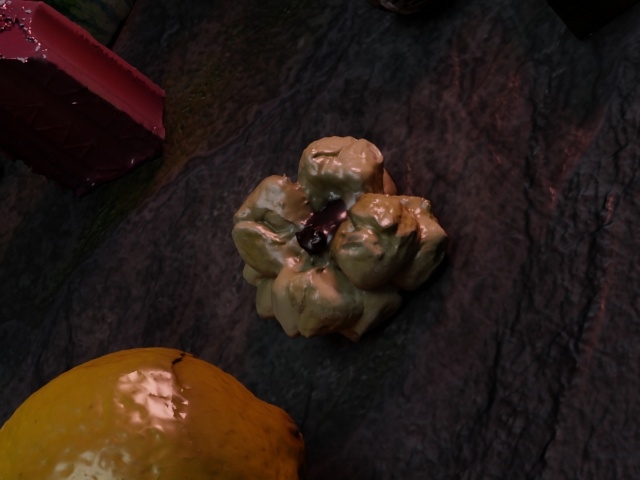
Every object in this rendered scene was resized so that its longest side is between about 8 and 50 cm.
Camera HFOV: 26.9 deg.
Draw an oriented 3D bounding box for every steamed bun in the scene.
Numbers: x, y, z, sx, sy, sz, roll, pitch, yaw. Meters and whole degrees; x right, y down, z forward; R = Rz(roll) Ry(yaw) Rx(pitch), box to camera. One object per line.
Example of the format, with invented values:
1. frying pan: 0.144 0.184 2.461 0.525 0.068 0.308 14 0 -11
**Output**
1. steamed bun: 0.000 0.000 1.202 0.192 0.106 0.177 -44 43 12

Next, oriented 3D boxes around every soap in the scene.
1. soap: -0.295 -0.157 1.442 0.162 0.250 0.099 -18 56 29

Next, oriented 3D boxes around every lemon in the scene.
1. lemon: -0.144 0.223 1.069 0.293 0.293 0.293 -20 53 30

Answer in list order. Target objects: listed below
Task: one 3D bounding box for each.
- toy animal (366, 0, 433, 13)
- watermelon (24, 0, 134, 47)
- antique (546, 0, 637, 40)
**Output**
1. toy animal: 0.099 -0.266 1.306 0.137 0.098 0.098 7 66 14
2. watermelon: -0.319 -0.343 1.661 0.222 0.319 0.292 30 92 11
3. antique: 0.205 -0.292 1.214 0.081 0.080 0.220 -36 53 16
